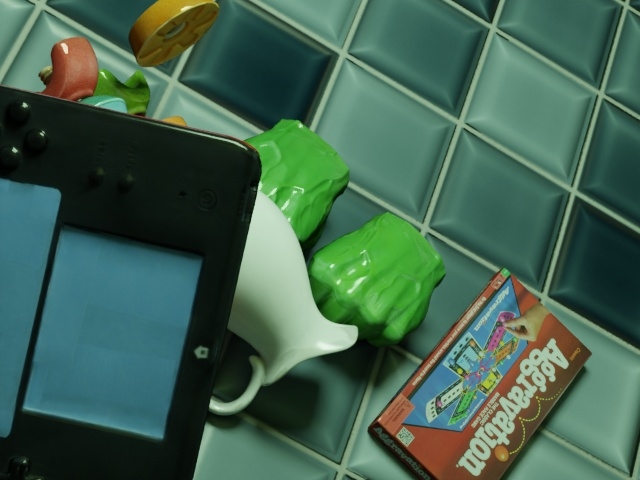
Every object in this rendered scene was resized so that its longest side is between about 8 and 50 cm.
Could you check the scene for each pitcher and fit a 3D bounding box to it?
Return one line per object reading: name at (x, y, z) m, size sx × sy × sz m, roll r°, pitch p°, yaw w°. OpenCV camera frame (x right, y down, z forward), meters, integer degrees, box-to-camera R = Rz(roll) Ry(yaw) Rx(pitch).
pitcher at (-0.088, 0.057, 1.797) m, size 0.178 × 0.125 × 0.207 m, roll -35°, pitch 100°, yaw -9°

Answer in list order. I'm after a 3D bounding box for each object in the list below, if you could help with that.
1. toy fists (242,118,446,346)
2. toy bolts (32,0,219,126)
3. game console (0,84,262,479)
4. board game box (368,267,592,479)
toy fists at (0.000, 0.000, 1.912) m, size 0.279 × 0.096 × 0.142 m, roll 45°, pitch 44°, yaw 2°
toy bolts at (-0.174, -0.126, 1.773) m, size 0.158 × 0.218 × 0.228 m, roll 53°, pitch 26°, yaw 12°
game console at (-0.255, 0.065, 1.582) m, size 0.342 × 0.060 × 0.386 m, roll 13°, pitch 95°, yaw 0°
board game box at (0.181, 0.164, 1.962) m, size 0.145 × 0.027 × 0.281 m, roll 45°, pitch 52°, yaw -2°
